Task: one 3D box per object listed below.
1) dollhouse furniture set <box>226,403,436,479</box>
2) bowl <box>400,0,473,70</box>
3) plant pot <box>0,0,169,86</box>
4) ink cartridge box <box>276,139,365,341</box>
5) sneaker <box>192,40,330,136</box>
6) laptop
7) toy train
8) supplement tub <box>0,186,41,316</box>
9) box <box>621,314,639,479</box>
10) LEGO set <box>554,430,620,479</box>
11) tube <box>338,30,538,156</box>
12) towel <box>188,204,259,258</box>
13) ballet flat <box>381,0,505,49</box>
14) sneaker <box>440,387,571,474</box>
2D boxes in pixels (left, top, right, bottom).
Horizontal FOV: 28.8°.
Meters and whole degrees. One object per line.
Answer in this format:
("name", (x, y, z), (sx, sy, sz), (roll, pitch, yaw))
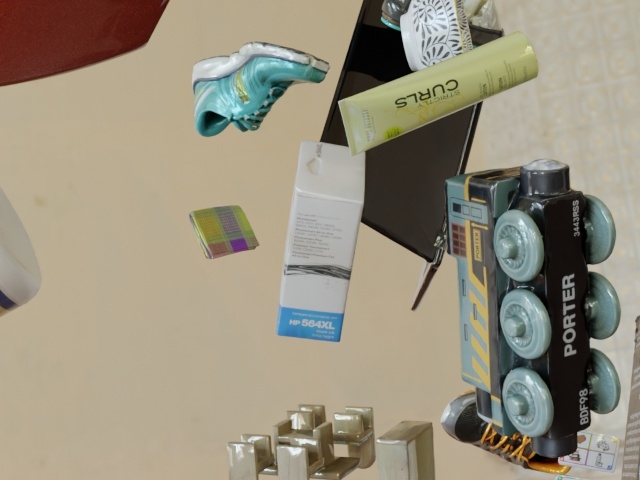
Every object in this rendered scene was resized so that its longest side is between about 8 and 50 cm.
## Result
("dollhouse furniture set", (0.026, 0.329, 1.686), (0.242, 0.161, 0.212), (-1, 7, 26))
("bowl", (0.151, -0.266, 1.624), (0.080, 0.170, 0.170), (-10, -9, 13))
("plant pot", (-0.254, -0.303, 1.115), (0.235, 0.267, 0.267), (-2, -43, -42))
("ink cartridge box", (0.000, 0.000, 1.542), (0.086, 0.203, 0.148), (8, 31, -2))
("sneaker", (-0.086, -0.206, 1.739), (0.107, 0.110, 0.275), (15, -15, -36))
("laptop", (0.125, -0.143, 2.073), (0.236, 0.382, 0.408), (16, -21, 2))
("toy train", (0.227, 0.068, 1.377), (0.142, 0.334, 0.190), (-13, 17, -26))
("supplement tub", (-0.542, 0.042, 1.585), (0.316, 0.228, 0.228), (-28, -9, -1))
("box", (0.732, 0.364, 1.982), (0.480, 0.472, 0.297), (6, -8, 10))
("LEGO set", (0.430, 0.352, 1.675), (0.244, 0.182, 0.060), (9, 6, 2))
("tube", (0.138, -0.174, 1.467), (0.240, 0.070, 0.062), (-22, 8, -7))
("towel", (-0.110, -0.011, 1.410), (0.009, 0.060, 0.083), (-34, -13, 39))
("ballet flat", (0.214, -0.343, 1.919), (0.280, 0.096, 0.095), (8, 25, -44))
("sneaker", (0.263, 0.268, 1.728), (0.215, 0.084, 0.083), (19, 13, -25))
